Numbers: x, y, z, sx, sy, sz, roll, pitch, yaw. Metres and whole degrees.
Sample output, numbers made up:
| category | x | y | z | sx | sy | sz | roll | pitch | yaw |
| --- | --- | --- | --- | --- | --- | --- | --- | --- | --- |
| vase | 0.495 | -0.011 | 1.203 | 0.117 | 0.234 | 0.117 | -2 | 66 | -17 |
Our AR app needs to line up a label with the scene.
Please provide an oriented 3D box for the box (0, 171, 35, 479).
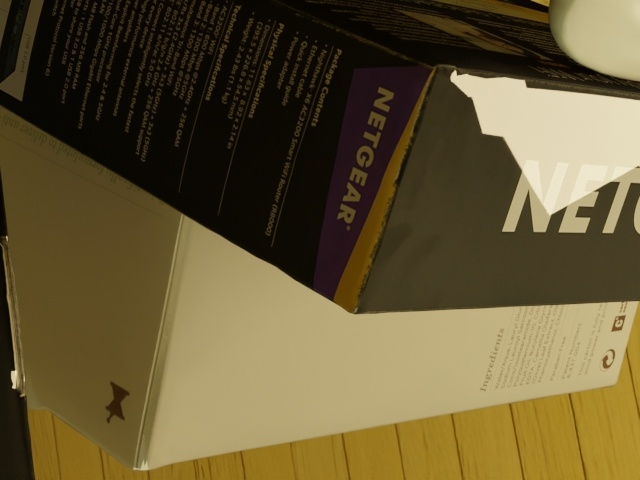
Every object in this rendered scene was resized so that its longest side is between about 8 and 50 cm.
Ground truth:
| category | x | y | z | sx | sy | sz | roll | pitch | yaw |
| --- | --- | --- | --- | --- | --- | --- | --- | --- | --- |
| box | -0.194 | -0.037 | 0.325 | 0.079 | 0.257 | 0.322 | -14 | 171 | 25 |

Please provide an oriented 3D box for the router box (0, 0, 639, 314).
| category | x | y | z | sx | sy | sz | roll | pitch | yaw |
| --- | --- | --- | --- | --- | --- | --- | --- | --- | --- |
| router box | 0.040 | -0.058 | 0.616 | 0.243 | 0.081 | 0.309 | 29 | -161 | 39 |

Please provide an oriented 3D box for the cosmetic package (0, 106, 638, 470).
| category | x | y | z | sx | sy | sz | roll | pitch | yaw |
| --- | --- | --- | --- | --- | --- | --- | --- | --- | --- |
| cosmetic package | 0.000 | 0.000 | 0.838 | 0.366 | 0.155 | 0.197 | -2 | -160 | -46 |

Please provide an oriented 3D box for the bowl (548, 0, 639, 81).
| category | x | y | z | sx | sy | sz | roll | pitch | yaw |
| --- | --- | --- | --- | --- | --- | --- | --- | --- | --- |
| bowl | 0.197 | -0.146 | 0.423 | 0.298 | 0.134 | 0.298 | -10 | 171 | -1 |
